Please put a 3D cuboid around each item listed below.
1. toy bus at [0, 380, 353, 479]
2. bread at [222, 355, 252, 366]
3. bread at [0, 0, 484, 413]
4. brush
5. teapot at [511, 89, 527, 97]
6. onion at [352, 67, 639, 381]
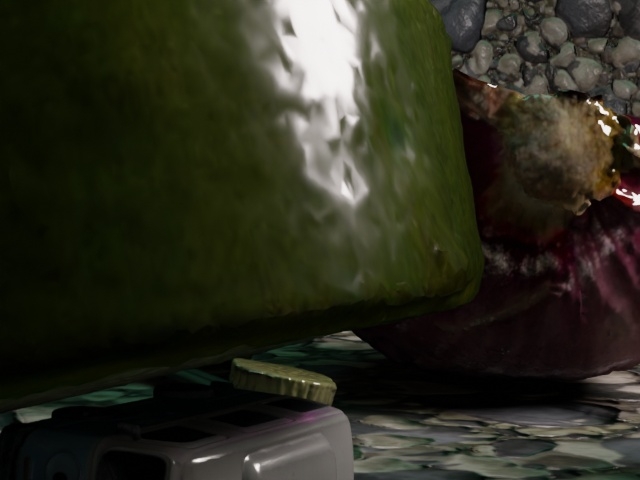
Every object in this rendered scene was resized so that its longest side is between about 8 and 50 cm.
[{"bbox_3d":[-0.043,0.082,0.557,0.075,0.060,0.123,3,4,29],"label":"toy bus"},{"bbox_3d":[-0.091,0.051,1.015,0.110,0.024,0.110,15,-7,2],"label":"bread"},{"bbox_3d":[-0.127,0.000,0.603,0.382,0.129,0.366,-12,-4,-15],"label":"bread"},{"bbox_3d":[-0.070,0.069,0.938,0.062,0.027,0.266,13,-2,-29],"label":"brush"},{"bbox_3d":[0.238,-0.041,1.645,0.251,0.183,0.183,12,6,11],"label":"teapot"},{"bbox_3d":[0.090,0.005,1.021,0.267,0.159,0.348,12,-5,-9],"label":"onion"}]
